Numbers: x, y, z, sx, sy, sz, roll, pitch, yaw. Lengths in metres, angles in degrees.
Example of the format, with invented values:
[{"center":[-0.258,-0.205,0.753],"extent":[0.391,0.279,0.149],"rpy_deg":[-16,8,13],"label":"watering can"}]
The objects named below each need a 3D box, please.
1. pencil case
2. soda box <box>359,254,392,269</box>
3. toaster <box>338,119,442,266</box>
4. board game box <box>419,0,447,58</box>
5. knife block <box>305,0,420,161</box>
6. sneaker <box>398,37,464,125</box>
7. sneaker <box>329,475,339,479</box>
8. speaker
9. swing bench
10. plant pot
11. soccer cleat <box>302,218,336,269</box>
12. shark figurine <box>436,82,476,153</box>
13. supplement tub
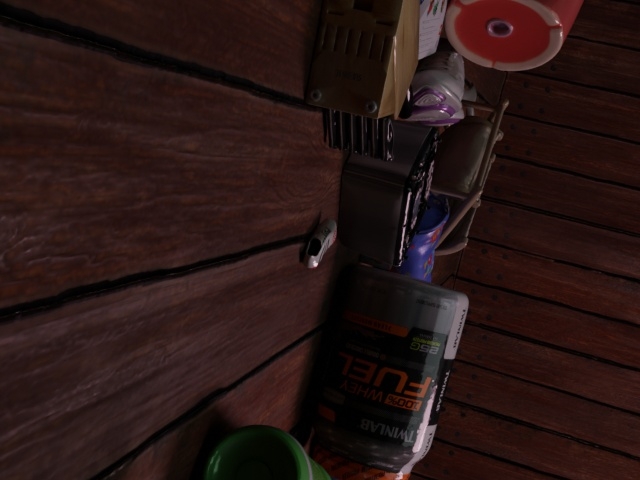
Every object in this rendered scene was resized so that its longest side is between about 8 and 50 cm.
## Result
[{"center":[0.173,0.026,1.643],"extent":[0.133,0.119,0.306],"rpy_deg":[-58,160,-35],"label":"pencil case"},{"center":[0.112,-0.044,1.458],"extent":[0.063,0.058,0.183],"rpy_deg":[-55,157,-55],"label":"soda box"},{"center":[0.105,-0.082,1.277],"extent":[0.168,0.110,0.185],"rpy_deg":[-62,162,-45],"label":"toaster"},{"center":[0.137,-0.356,1.224],"extent":[0.305,0.053,0.193],"rpy_deg":[-42,145,-66],"label":"board game box"},{"center":[0.068,-0.228,1.023],"extent":[0.242,0.088,0.275],"rpy_deg":[-40,142,-68],"label":"knife block"},{"center":[0.186,-0.276,1.452],"extent":[0.305,0.114,0.152],"rpy_deg":[-21,111,-78],"label":"sneaker"},{"center":[0.068,0.343,1.619],"extent":[0.282,0.099,0.153],"rpy_deg":[-54,157,-48],"label":"sneaker"},{"center":[-0.054,0.304,1.031],"extent":[0.296,0.131,0.131],"rpy_deg":[72,36,-67],"label":"speaker"},{"center":[0.262,-0.132,1.735],"extent":[0.254,0.165,0.253],"rpy_deg":[86,23,-55],"label":"swing bench"},{"center":[0.324,-0.436,1.414],"extent":[0.275,0.275,0.243],"rpy_deg":[77,29,-63],"label":"plant pot"},{"center":[0.000,0.000,1.124],"extent":[0.035,0.029,0.083],"rpy_deg":[92,23,-56],"label":"soccer cleat"},{"center":[0.292,-0.218,1.916],"extent":[0.278,0.116,0.166],"rpy_deg":[99,-21,-57],"label":"shark figurine"},{"center":[0.107,0.224,1.414],"extent":[0.207,0.207,0.338],"rpy_deg":[14,90,-76],"label":"supplement tub"}]
